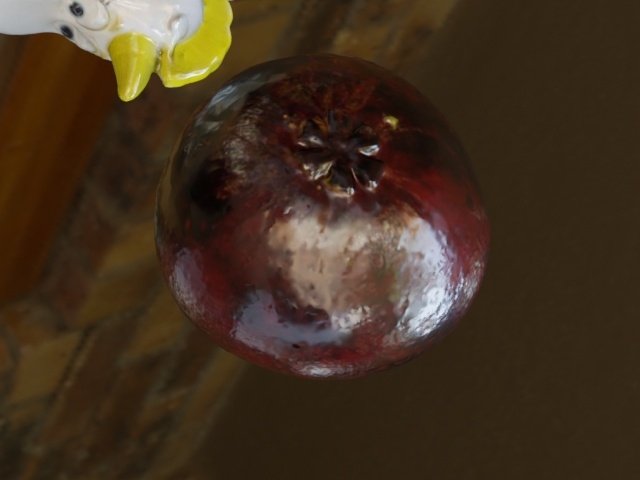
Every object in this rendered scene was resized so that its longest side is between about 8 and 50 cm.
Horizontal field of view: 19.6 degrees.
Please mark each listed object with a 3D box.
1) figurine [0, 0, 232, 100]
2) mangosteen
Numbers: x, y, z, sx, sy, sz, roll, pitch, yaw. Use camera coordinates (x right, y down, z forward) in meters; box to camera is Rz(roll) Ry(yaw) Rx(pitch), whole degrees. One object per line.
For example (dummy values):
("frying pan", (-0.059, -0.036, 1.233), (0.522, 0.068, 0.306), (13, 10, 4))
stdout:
("figurine", (-0.106, -0.142, 0.861), (0.109, 0.130, 0.178), (-51, -141, 46))
("mangosteen", (0.000, 0.000, 1.309), (0.235, 0.235, 0.261), (50, -22, 20))
